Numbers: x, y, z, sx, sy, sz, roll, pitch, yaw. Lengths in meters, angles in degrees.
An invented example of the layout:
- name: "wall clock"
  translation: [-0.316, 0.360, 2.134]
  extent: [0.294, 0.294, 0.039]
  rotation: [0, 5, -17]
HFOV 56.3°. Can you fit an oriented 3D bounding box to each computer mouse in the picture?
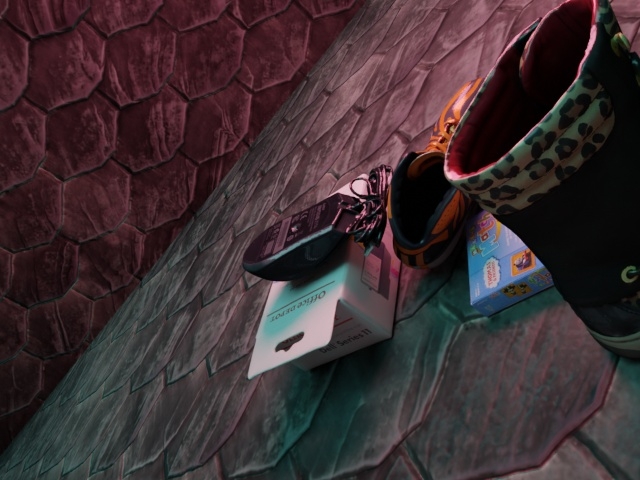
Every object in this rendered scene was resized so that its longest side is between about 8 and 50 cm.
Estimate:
- name: "computer mouse"
  translation: [0.000, 0.000, 0.920]
  extent: [0.272, 0.072, 0.188]
  rotation: [-24, 29, 28]

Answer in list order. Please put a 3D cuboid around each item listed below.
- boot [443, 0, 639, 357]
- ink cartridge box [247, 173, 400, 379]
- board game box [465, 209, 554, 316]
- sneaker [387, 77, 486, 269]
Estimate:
- name: "boot"
  translation: [0.305, -0.107, 0.529]
  extent: [0.377, 0.284, 0.138]
  rotation: [-52, 24, 7]
- name: "ink cartridge box"
  translation: [0.019, 0.079, 0.999]
  extent: [0.207, 0.119, 0.353]
  rotation: [-30, 32, 39]
- name: "board game box"
  translation: [0.280, -0.015, 0.754]
  extent: [0.212, 0.039, 0.160]
  rotation: [-34, 30, 35]
- name: "sneaker"
  translation: [0.193, -0.116, 0.854]
  extent: [0.320, 0.125, 0.180]
  rotation: [-68, -18, -10]
